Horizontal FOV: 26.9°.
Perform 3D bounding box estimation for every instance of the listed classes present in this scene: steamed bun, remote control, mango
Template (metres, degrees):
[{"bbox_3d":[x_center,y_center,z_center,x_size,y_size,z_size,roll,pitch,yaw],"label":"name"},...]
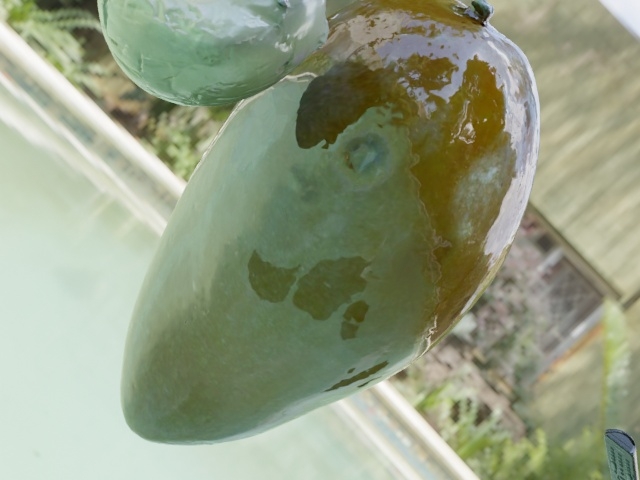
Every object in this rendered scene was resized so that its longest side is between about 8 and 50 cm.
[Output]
[{"bbox_3d":[-0.063,-0.124,0.738,0.130,0.112,0.091,42,-25,27],"label":"steamed bun"},{"bbox_3d":[0.244,0.182,1.063,0.034,0.016,0.091,38,-22,38],"label":"remote control"},{"bbox_3d":[0.000,0.000,0.892,0.199,0.384,0.221,24,26,-35],"label":"mango"}]
